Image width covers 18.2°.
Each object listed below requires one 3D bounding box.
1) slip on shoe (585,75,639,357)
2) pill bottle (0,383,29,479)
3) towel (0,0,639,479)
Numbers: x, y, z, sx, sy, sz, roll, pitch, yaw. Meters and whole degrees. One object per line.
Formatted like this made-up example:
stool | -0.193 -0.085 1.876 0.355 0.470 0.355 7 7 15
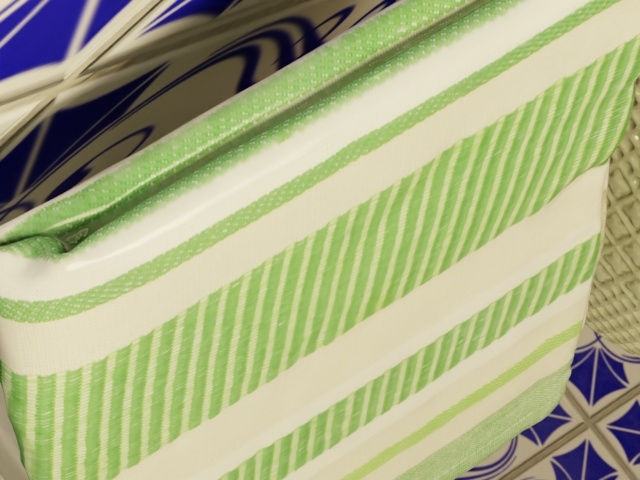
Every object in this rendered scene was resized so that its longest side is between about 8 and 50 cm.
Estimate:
slip on shoe | 0.172 -0.074 0.906 0.101 0.123 0.331 -37 142 -36
pill bottle | -0.109 0.096 0.903 0.152 0.152 0.272 -37 174 -24
towel | 0.005 0.035 0.707 0.248 0.038 0.325 -32 154 -17
